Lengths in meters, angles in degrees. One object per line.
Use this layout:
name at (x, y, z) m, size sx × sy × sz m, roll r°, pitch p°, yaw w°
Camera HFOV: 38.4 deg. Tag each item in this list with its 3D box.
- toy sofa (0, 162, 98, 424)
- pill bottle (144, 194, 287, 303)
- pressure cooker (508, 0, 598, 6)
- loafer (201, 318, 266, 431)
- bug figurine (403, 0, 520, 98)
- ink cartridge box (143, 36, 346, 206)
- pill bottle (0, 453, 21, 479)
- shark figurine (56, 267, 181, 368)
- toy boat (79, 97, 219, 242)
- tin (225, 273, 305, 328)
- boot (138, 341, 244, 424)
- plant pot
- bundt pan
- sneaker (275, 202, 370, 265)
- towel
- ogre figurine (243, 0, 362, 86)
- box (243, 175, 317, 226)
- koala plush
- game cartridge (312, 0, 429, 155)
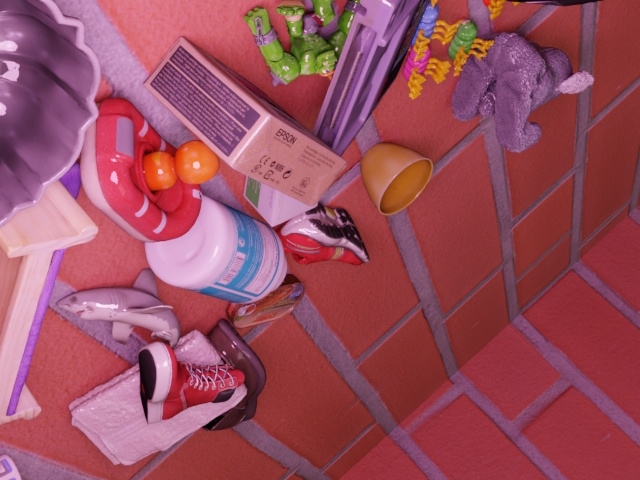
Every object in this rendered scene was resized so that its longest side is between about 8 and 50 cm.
toy sofa at (-0.394, 0.074, 1.208) m, size 0.177 × 0.150 × 0.363 m, roll -13°, pitch 140°, yaw -44°
pill bottle at (-0.153, 0.022, 1.476) m, size 0.146 × 0.146 × 0.264 m, roll -48°, pitch 154°, yaw 8°
pressure cooker at (0.276, -0.525, 1.001) m, size 0.369 × 0.421 × 0.375 m, roll -22°, pitch 156°, yaw 32°
loafer at (-0.195, 0.292, 1.823) m, size 0.130 × 0.134 × 0.366 m, roll -32°, pitch 151°, yaw -24°
bug figurine at (0.221, -0.356, 1.537) m, size 0.279 × 0.072 × 0.216 m, roll -33°, pitch 158°, yaw -32°
ink cartridge box at (-0.096, -0.155, 1.242) m, size 0.088 × 0.193 × 0.234 m, roll -51°, pitch 154°, yaw 9°
pill bottle at (-0.578, 0.421, 1.535) m, size 0.137 × 0.078 × 0.078 m, roll -22°, pitch 146°, yaw -38°
shark figurine at (-0.277, 0.110, 1.493) m, size 0.166 × 0.116 × 0.278 m, roll -15°, pitch 150°, yaw 17°
toy boat at (-0.203, -0.091, 1.193) m, size 0.151 × 0.151 × 0.231 m, roll -9°, pitch 159°, yaw 11°
tin at (-0.108, 0.119, 1.807) m, size 0.189 × 0.040 × 0.106 m, roll -8°, pitch 133°, yaw -51°
boot at (-0.209, 0.221, 1.528) m, size 0.176 × 0.088 × 0.244 m, roll -12°, pitch 154°, yaw -17°
plant pot at (0.129, -0.128, 1.712) m, size 0.134 × 0.095 × 0.134 m, roll -34°, pitch 152°, yaw -21°
bundt pan at (-0.393, -0.144, 0.918) m, size 0.330 × 0.124 × 0.331 m, roll -33°, pitch 151°, yaw -21°
sneaker at (0.000, 0.000, 1.749) m, size 0.118 × 0.107 × 0.279 m, roll -32°, pitch 155°, yaw 19°
towel at (-0.292, 0.291, 1.656) m, size 0.282 × 0.049 × 0.187 m, roll -32°, pitch 128°, yaw 0°
ogre figurine at (-0.012, -0.290, 1.289) m, size 0.197 × 0.096 × 0.118 m, roll -42°, pitch 140°, yaw -41°
box at (-0.059, -0.098, 1.498) m, size 0.102 × 0.087 × 0.101 m, roll -27°, pitch 149°, yaw -31°
koala plush at (0.397, -0.308, 1.735) m, size 0.221 × 0.196 × 0.203 m, roll -20°, pitch 135°, yaw -33°
game cartridge at (0.082, -0.273, 1.341) m, size 0.230 × 0.068 × 0.355 m, roll -51°, pitch 170°, yaw -37°
